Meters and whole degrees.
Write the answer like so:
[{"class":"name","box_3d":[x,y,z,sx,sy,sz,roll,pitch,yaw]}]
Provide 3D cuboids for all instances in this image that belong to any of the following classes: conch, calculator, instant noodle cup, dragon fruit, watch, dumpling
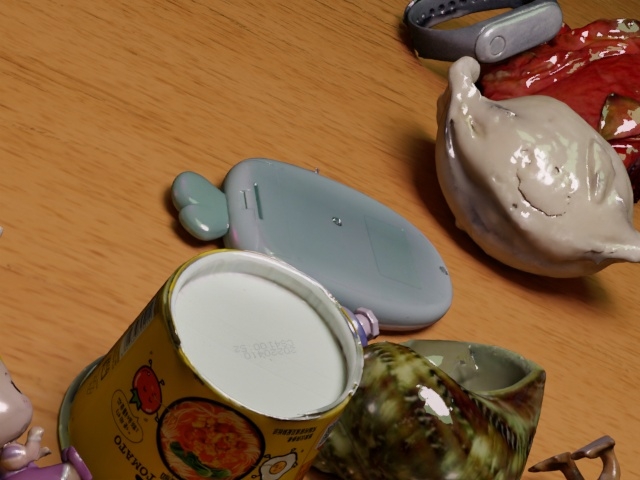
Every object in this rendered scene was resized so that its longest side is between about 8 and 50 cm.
[{"class":"conch","box_3d":[0.081,0.141,0.804,0.182,0.124,0.187,17,13,-11]},{"class":"calculator","box_3d":[0.000,0.000,0.969,0.299,0.041,0.185,19,37,-25]},{"class":"instant noodle cup","box_3d":[-0.066,0.102,0.691,0.182,0.144,0.182,22,38,-18]},{"class":"dragon fruit","box_3d":[0.357,-0.222,1.392,0.286,0.228,0.329,-15,60,-47]},{"class":"watch","box_3d":[0.229,-0.315,1.438,0.206,0.068,0.193,-27,37,-17]},{"class":"dumpling","box_3d":[0.234,-0.057,1.181,0.318,0.187,0.243,45,-6,1]}]

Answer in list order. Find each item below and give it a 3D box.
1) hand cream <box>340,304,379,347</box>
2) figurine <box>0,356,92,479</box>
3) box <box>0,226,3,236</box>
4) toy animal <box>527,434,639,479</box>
[{"class":"hand cream","box_3d":[-0.009,0.091,0.850,0.142,0.053,0.084,-20,62,-40]},{"class":"figurine","box_3d":[-0.225,0.109,0.602,0.115,0.095,0.156,-32,89,-33]},{"class":"box","box_3d":[-0.301,-0.031,0.683,0.198,0.109,0.029,42,34,11]},{"class":"toy animal","box_3d":[0.259,0.254,0.858,0.188,0.089,0.179,-4,67,-44]}]
